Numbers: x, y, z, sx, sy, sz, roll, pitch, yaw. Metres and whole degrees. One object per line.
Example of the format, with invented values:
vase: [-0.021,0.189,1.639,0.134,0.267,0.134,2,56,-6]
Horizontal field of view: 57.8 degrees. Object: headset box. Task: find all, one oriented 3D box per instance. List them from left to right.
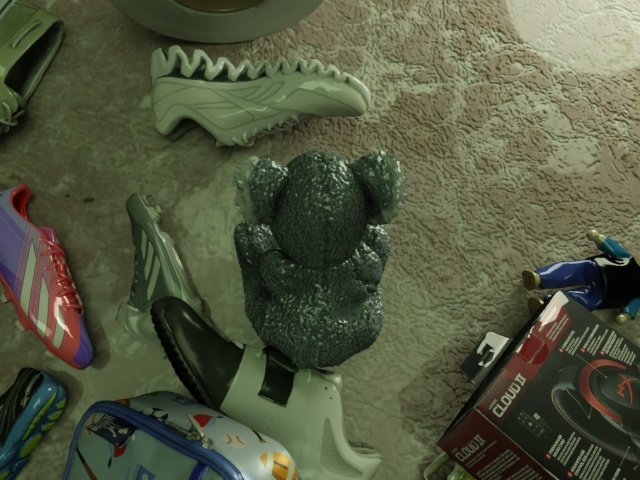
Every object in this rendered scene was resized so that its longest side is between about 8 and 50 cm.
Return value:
headset box: [0.289,0.209,0.629,0.293,0.110,0.218,39,52,17]

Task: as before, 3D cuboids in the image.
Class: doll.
doll: [0.366,0.050,0.761,0.188,0.046,0.129,-8,79,-5]

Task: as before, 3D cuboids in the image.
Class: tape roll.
tape roll: [-0.123,-0.355,0.694,0.286,0.286,0.100,-7,78,-5]

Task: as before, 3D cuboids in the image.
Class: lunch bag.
lunch bag: [-0.146,0.300,0.542,0.243,0.115,0.304,14,92,34]

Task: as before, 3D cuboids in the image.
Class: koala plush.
koala plush: [0.000,0.000,0.625,0.196,0.221,0.203,1,41,-5]

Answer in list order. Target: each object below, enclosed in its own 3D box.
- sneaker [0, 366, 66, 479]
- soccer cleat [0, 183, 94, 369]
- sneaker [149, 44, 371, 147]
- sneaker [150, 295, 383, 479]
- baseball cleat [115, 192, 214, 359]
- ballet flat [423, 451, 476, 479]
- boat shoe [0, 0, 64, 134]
sneaker: [-0.377,0.230,0.671,0.078,0.067,0.188,33,79,25]
soccer cleat: [-0.338,0.041,0.701,0.095,0.083,0.248,-37,80,-15]
sneaker: [-0.081,-0.175,0.757,0.292,0.110,0.118,5,85,6]
sneaker: [-0.057,0.174,0.670,0.146,0.122,0.331,-41,99,-20]
baseball cleat: [-0.214,0.045,0.710,0.109,0.072,0.206,-27,80,-9]
ballet flat: [0.143,0.313,0.682,0.077,0.091,0.241,33,71,34]
boat shoe: [-0.424,-0.184,0.729,0.094,0.109,0.302,17,74,-2]
